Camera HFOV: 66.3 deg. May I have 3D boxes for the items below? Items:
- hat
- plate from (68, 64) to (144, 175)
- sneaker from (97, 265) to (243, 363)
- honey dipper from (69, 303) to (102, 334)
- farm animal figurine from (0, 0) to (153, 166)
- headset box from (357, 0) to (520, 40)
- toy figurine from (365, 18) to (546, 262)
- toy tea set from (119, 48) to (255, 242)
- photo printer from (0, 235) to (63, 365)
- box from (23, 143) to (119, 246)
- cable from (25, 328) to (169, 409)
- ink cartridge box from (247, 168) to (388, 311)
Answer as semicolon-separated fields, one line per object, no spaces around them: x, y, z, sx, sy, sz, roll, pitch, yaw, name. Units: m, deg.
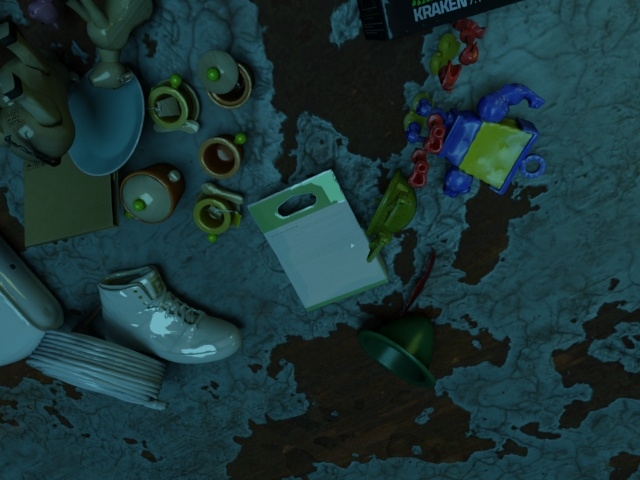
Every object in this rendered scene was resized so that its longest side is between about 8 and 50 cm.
0.193;0.160;0.953;0.173;0.183;0.208;38;159;0;hat
-0.352;-0.198;0.808;0.188;0.024;0.188;-1;87;27;plate
-0.301;0.140;0.965;0.292;0.108;0.169;5;120;6;sneaker
-0.484;0.162;1.044;0.030;0.030;0.161;43;112;-14;honey dipper
-0.406;-0.251;0.729;0.330;0.326;0.172;-8;157;13;farm animal figurine
0.150;-0.416;0.580;0.246;0.131;0.283;-17;114;-2;headset box
0.228;-0.108;0.731;0.217;0.191;0.362;18;119;-7;toy figurine
-0.216;-0.145;0.799;0.200;0.124;0.336;16;118;0;toy tea set
-0.706;0.123;1.010;0.256;0.107;0.307;-24;111;18;photo printer
-0.440;-0.084;0.859;0.201;0.021;0.164;-11;79;19;box
-0.441;0.254;0.985;0.257;0.089;0.257;9;154;16;cable
0.000;0.000;0.883;0.171;0.056;0.235;-22;108;17;ink cartridge box
